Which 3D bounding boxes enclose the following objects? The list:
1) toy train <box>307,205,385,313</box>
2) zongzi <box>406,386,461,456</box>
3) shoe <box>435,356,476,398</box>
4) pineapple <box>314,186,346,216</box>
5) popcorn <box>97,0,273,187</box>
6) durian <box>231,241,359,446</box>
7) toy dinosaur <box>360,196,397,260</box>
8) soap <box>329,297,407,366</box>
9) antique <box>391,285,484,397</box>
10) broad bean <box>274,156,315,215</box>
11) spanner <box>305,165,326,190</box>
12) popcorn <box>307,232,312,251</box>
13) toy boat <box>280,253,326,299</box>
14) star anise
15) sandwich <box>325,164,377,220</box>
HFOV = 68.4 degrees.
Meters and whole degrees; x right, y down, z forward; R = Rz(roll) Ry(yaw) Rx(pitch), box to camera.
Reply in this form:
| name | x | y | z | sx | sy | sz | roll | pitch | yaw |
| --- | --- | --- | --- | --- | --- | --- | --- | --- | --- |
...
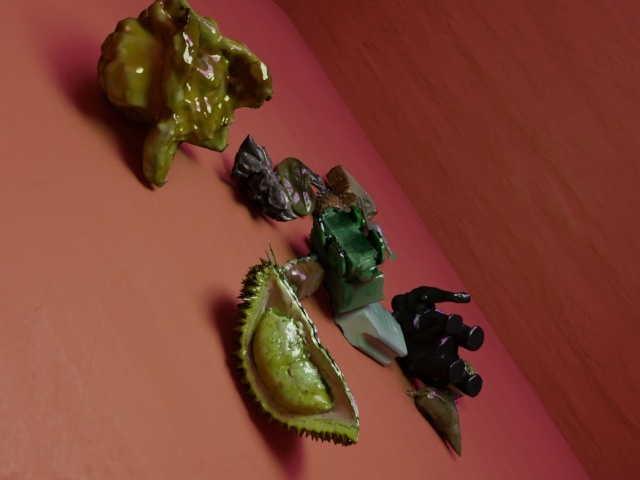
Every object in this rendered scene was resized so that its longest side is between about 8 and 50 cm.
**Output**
| name | x | y | z | sx | sy | sz | roll | pitch | yaw |
| --- | --- | --- | --- | --- | --- | --- | --- | --- | --- |
| toy train | 0.065 | 0.034 | 1.211 | 0.266 | 0.145 | 0.202 | -121 | -157 | -44 |
| zongzi | 0.338 | 0.516 | 1.349 | 0.189 | 0.081 | 0.178 | 31 | 41 | -38 |
| shoe | 0.440 | 0.459 | 1.576 | 0.262 | 0.128 | 0.140 | 26 | 26 | -36 |
| pineapple | 0.026 | -0.124 | 1.599 | 0.108 | 0.108 | 0.198 | 45 | 16 | -26 |
| popcorn | -0.289 | -0.300 | 0.954 | 0.290 | 0.321 | 0.326 | 44 | -2 | 21 |
| durian | -0.047 | 0.196 | 0.824 | 0.158 | 0.169 | 0.352 | 12 | 46 | -61 |
| toy dinosaur | 0.205 | -0.020 | 1.810 | 0.393 | 0.092 | 0.205 | 49 | 18 | -39 |
| soap | 0.134 | 0.230 | 1.297 | 0.230 | 0.091 | 0.145 | 41 | 24 | -37 |
| antique | 0.330 | 0.291 | 1.396 | 0.185 | 0.255 | 0.322 | -10 | 103 | -32 |
| broad bean | -0.079 | -0.175 | 1.477 | 0.153 | 0.072 | 0.207 | 20 | 40 | -38 |
| spanner | 0.042 | -0.155 | 1.785 | 0.325 | 0.026 | 0.093 | 50 | 18 | -18 |
| popcorn | 0.000 | 0.000 | 1.378 | 0.057 | 0.083 | 0.082 | -29 | 116 | -65 |
| toy boat | -0.042 | 0.080 | 1.132 | 0.099 | 0.108 | 0.293 | 25 | 12 | 8 |
| star anise | -0.156 | -0.147 | 1.216 | 0.236 | 0.109 | 0.223 | 60 | 10 | -30 |
| sandwich | 0.135 | -0.148 | 1.822 | 0.254 | 0.099 | 0.288 | 50 | 13 | -24 |
